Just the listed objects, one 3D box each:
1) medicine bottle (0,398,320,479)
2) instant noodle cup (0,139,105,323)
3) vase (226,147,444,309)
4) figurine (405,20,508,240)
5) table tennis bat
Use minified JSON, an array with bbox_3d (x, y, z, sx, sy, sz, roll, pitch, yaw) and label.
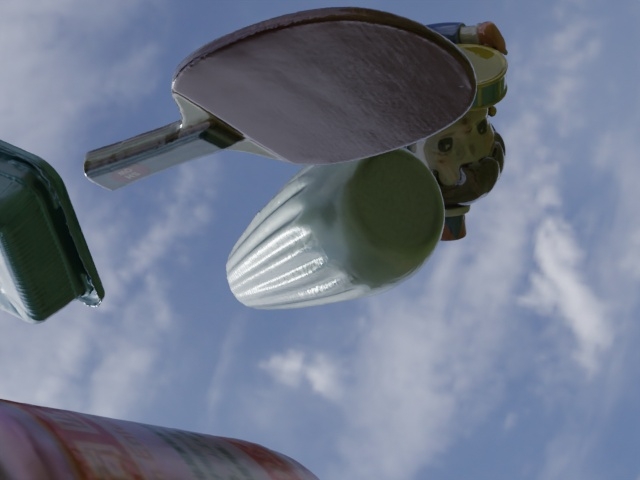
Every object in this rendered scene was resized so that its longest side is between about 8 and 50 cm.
[{"bbox_3d":[-0.165,0.198,0.865,0.388,0.219,0.219,18,-93,-49],"label":"medicine bottle"},{"bbox_3d":[-0.270,-0.008,1.333,0.070,0.157,0.179,-48,-35,-31],"label":"instant noodle cup"},{"bbox_3d":[0.000,0.000,1.381,0.128,0.248,0.128,10,-111,-29],"label":"vase"},{"bbox_3d":[0.154,-0.128,1.927,0.161,0.158,0.275,-25,-46,-20],"label":"figurine"},{"bbox_3d":[-0.036,-0.075,0.954,0.154,0.274,0.021,30,-127,-45],"label":"table tennis bat"}]
